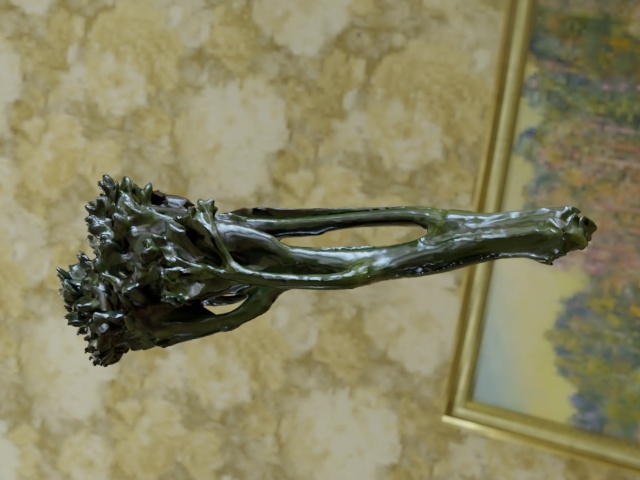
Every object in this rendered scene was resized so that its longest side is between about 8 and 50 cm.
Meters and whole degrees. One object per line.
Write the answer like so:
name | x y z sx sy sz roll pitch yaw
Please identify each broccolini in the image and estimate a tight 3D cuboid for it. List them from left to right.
broccolini | -0.002 -0.001 0.487 0.058 0.201 0.074 27 -126 -70
